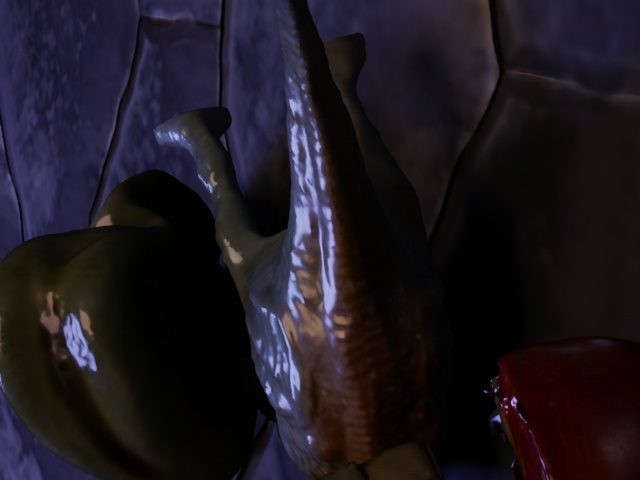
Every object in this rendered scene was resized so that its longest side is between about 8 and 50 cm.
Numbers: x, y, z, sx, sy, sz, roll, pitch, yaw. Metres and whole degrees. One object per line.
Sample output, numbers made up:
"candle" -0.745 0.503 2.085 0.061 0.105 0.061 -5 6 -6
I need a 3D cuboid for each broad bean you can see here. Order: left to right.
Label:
"broad bean" -0.074 0.042 0.778 0.072 0.206 0.153 -13 89 21

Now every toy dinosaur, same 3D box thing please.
"toy dinosaur" 0.000 0.000 0.661 0.393 0.092 0.206 105 151 -61

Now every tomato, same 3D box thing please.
"tomato" 0.112 0.098 0.543 0.159 0.091 0.139 82 174 -59

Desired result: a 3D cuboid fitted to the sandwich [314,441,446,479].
"sandwich" 0.054 0.208 0.580 0.226 0.087 0.251 82 163 -65
